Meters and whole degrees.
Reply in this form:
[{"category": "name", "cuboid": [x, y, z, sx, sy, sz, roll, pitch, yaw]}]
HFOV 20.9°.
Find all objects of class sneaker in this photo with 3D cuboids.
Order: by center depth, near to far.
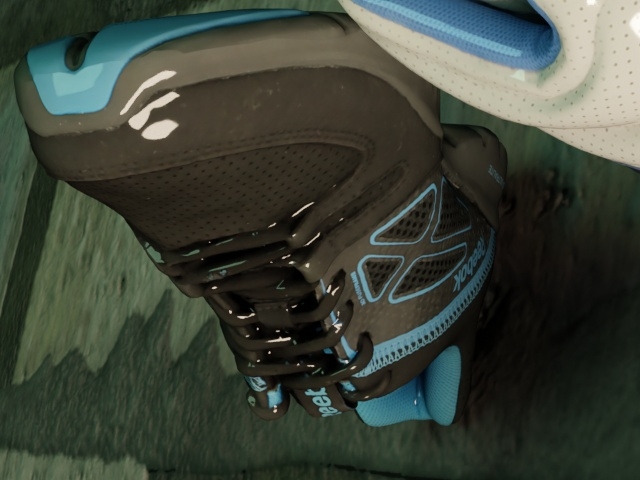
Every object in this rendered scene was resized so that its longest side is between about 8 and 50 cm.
[{"category": "sneaker", "cuboid": [0.092, -0.116, 0.641, 0.130, 0.236, 0.323, -62, 31, 16]}, {"category": "sneaker", "cuboid": [0.000, 0.000, 0.691, 0.125, 0.341, 0.139, -3, 79, 25]}]
